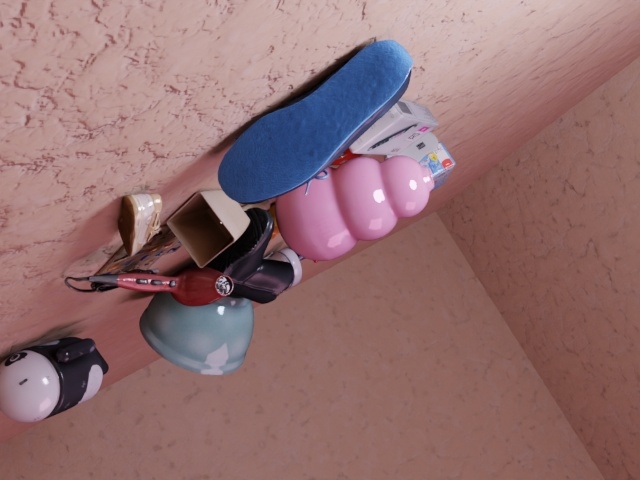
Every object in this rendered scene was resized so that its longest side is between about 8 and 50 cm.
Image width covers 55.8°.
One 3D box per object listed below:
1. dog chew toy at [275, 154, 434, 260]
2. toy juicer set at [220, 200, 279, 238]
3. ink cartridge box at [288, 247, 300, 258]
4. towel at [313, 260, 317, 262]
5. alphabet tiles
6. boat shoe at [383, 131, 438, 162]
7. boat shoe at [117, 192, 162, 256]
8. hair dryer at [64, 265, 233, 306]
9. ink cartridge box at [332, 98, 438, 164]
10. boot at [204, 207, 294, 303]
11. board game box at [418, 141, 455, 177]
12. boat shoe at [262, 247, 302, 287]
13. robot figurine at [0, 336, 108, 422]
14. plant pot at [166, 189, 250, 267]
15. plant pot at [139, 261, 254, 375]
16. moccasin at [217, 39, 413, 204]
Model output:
[{"bbox_3d":[0.075,-0.080,1.271,0.331,0.207,0.206,-17,177,19],"label":"dog chew toy"},{"bbox_3d":[-0.162,-0.011,1.415,0.209,0.089,0.329,-30,172,-4],"label":"toy juicer set"},{"bbox_3d":[0.000,0.000,2.186,0.165,0.065,0.332,-36,172,36],"label":"ink cartridge box"},{"bbox_3d":[0.058,-0.076,1.481,0.275,0.031,0.199,-49,-162,4],"label":"towel"},{"bbox_3d":[-0.350,0.024,1.230,0.237,0.009,0.198,-36,171,36],"label":"alphabet tiles"},{"bbox_3d":[0.230,-0.224,1.587,0.219,0.078,0.070,-26,170,-43],"label":"boat shoe"},{"bbox_3d":[-0.285,-0.024,0.968,0.059,0.063,0.170,-20,167,-29],"label":"boat shoe"},{"bbox_3d":[-0.296,0.092,1.129,0.293,0.080,0.223,-4,180,13],"label":"hair dryer"},{"bbox_3d":[0.111,-0.210,1.309,0.239,0.060,0.275,-36,171,25],"label":"ink cartridge box"},{"bbox_3d":[-0.132,0.040,1.344,0.207,0.094,0.246,15,124,-49],"label":"boot"},{"bbox_3d":[0.284,-0.180,2.032,0.302,0.086,0.308,-31,172,0],"label":"board game box"},{"bbox_3d":[-0.198,0.128,2.071,0.156,0.136,0.367,-23,179,-30],"label":"boat shoe"},{"bbox_3d":[-0.644,0.326,1.451,0.173,0.209,0.278,11,-173,18],"label":"robot figurine"},{"bbox_3d":[-0.197,-0.033,1.126,0.109,0.109,0.096,-36,-178,33],"label":"plant pot"},{"bbox_3d":[-0.292,0.175,1.559,0.196,0.293,0.293,-62,161,18],"label":"plant pot"},{"bbox_3d":[0.003,-0.162,0.931,0.342,0.138,0.117,-31,177,9],"label":"moccasin"}]
